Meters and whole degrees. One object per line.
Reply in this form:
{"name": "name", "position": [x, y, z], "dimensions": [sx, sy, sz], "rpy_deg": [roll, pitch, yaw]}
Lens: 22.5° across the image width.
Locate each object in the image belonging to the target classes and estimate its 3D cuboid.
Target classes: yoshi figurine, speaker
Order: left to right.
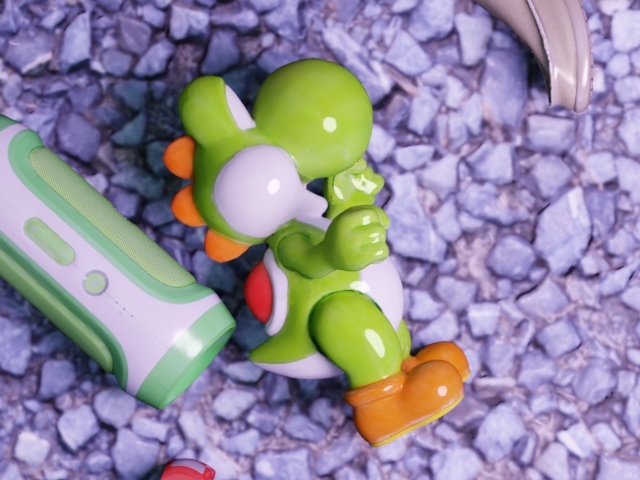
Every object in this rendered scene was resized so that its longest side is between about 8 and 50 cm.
{"name": "speaker", "position": [-0.221, 0.019, 1.481], "dimensions": [0.296, 0.131, 0.131], "rpy_deg": [41, 88, 6]}
{"name": "yoshi figurine", "position": [0.022, -0.014, 1.432], "dimensions": [0.203, 0.203, 0.362], "rpy_deg": [-33, 90, -40]}

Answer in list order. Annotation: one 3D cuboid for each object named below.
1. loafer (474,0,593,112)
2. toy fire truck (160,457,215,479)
{"name": "loafer", "position": [0.183, -0.235, 1.498], "dimensions": [0.092, 0.102, 0.268], "rpy_deg": [-18, 74, 3]}
{"name": "toy fire truck", "position": [-0.143, 0.293, 1.447], "dimensions": [0.047, 0.135, 0.192], "rpy_deg": [13, 86, 5]}
